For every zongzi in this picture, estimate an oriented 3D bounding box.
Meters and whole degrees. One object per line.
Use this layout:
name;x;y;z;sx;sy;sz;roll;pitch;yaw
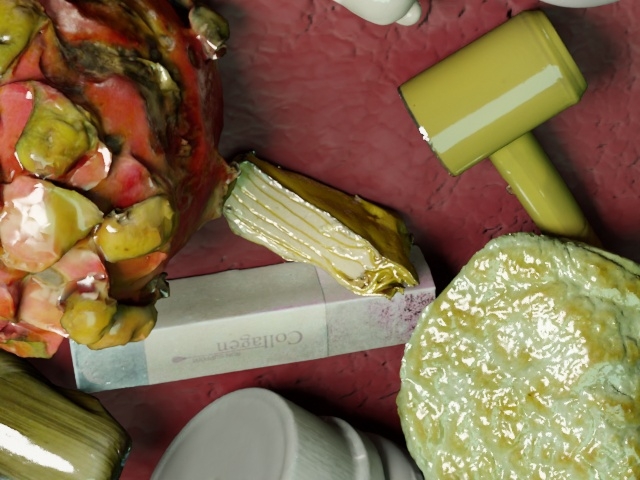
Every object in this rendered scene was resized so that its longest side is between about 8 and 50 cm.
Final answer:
zongzi;-0.277;0.117;1.469;0.221;0.112;0.242;5;127;21

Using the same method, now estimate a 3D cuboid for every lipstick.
lipstick;-0.060;0.068;1.547;0.317;0.068;0.066;-8;128;-8

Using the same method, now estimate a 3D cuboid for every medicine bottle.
medicine bottle;0.007;0.291;1.621;0.245;0.245;0.306;-42;124;18

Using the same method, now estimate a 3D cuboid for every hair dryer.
hair dryer;0.185;-0.070;1.502;0.135;0.090;0.278;-32;134;8

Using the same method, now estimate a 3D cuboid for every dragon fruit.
dragon fruit;-0.202;-0.030;1.313;0.296;0.263;0.314;10;124;-21

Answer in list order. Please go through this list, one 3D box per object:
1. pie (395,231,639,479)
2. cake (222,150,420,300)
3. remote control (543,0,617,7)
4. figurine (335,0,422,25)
pie;0.196;0.133;1.537;0.257;0.105;0.274;14;102;3
cake;-0.003;0.003;1.488;0.185;0.116;0.080;23;120;-33
remote control;0.221;-0.320;1.287;0.221;0.103;0.332;-18;130;-24
figurine;0.057;-0.238;1.332;0.098;0.081;0.146;13;123;-22
